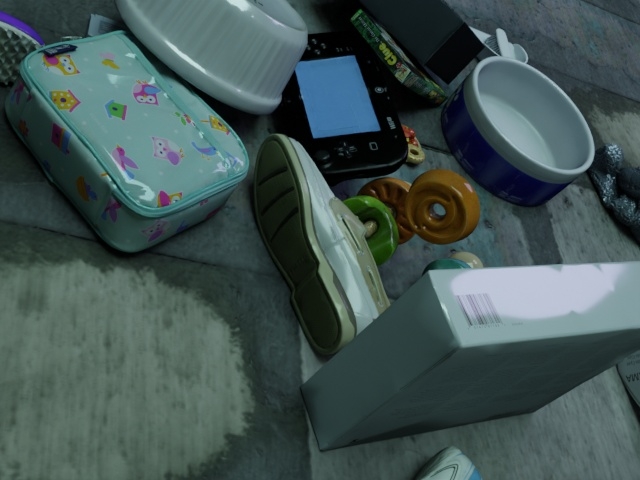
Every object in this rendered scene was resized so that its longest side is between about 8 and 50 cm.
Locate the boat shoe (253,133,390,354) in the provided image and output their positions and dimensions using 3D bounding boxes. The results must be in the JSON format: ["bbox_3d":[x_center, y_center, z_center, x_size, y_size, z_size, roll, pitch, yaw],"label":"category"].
[{"bbox_3d":[0.000,0.000,1.108,0.103,0.113,0.302,-7,72,-39],"label":"boat shoe"}]

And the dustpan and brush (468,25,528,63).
[{"bbox_3d":[0.364,-0.361,1.658,0.147,0.060,0.211,14,50,-25],"label":"dustpan and brush"}]

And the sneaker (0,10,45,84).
[{"bbox_3d":[-0.476,-0.291,1.007,0.293,0.102,0.146,12,51,-27],"label":"sneaker"}]

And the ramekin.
[{"bbox_3d":[-0.137,-0.308,1.164,0.272,0.127,0.273,36,21,-16],"label":"ramekin"}]

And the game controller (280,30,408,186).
[{"bbox_3d":[0.022,-0.208,1.257,0.166,0.067,0.319,-13,51,-1],"label":"game controller"}]

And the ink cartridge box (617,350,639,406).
[{"bbox_3d":[0.624,0.272,1.358,0.308,0.091,0.385,13,68,-27],"label":"ink cartridge box"}]

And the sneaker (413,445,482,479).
[{"bbox_3d":[0.106,0.316,0.946,0.237,0.085,0.086,-23,67,-41],"label":"sneaker"}]

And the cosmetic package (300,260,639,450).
[{"bbox_3d":[0.206,0.137,1.010,0.377,0.284,0.098,0,56,-35],"label":"cosmetic package"}]

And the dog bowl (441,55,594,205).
[{"bbox_3d":[0.350,-0.195,1.490,0.264,0.104,0.265,18,50,-22],"label":"dog bowl"}]

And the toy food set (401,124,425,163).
[{"bbox_3d":[0.133,-0.162,1.378,0.082,0.020,0.083,18,49,-22],"label":"toy food set"}]

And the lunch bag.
[{"bbox_3d":[-0.236,-0.138,1.047,0.279,0.108,0.224,50,45,9],"label":"lunch bag"}]

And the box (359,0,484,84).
[{"bbox_3d":[0.148,-0.407,1.454,0.261,0.103,0.184,49,18,15],"label":"box"}]

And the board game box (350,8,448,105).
[{"bbox_3d":[0.137,-0.297,1.394,0.136,0.030,0.259,51,16,13],"label":"board game box"}]

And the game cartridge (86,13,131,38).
[{"bbox_3d":[-0.290,-0.288,1.193,0.083,0.017,0.056,17,46,-23],"label":"game cartridge"}]

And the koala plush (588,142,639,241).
[{"bbox_3d":[0.654,-0.122,1.556,0.196,0.221,0.203,12,52,-27],"label":"koala plush"}]

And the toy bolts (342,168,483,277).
[{"bbox_3d":[0.167,-0.004,1.169,0.158,0.218,0.229,-37,100,-51],"label":"toy bolts"}]
